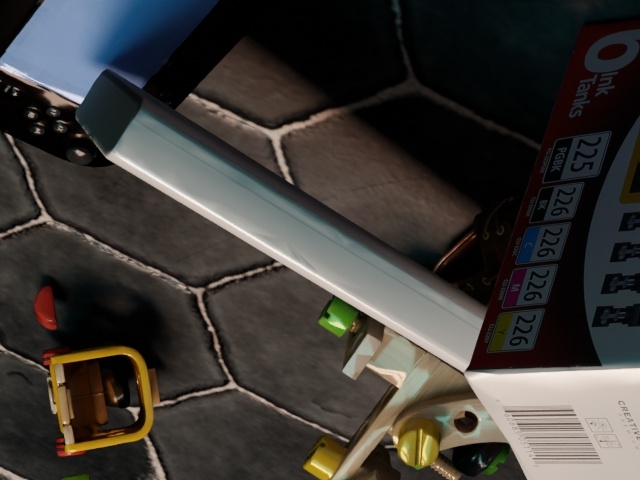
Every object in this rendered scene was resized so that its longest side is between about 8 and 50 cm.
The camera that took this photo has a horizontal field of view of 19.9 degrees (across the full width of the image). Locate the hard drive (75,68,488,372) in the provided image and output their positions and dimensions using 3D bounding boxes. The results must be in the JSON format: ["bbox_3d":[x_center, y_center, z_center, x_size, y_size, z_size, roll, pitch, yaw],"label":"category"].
[{"bbox_3d":[0.000,0.000,1.266,0.353,0.047,0.233,31,-178,-16],"label":"hard drive"}]

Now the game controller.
[{"bbox_3d":[-0.151,-0.162,1.313,0.166,0.067,0.319,18,142,-28],"label":"game controller"}]

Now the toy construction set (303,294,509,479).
[{"bbox_3d":[0.056,0.181,1.499,0.237,0.309,0.257,38,133,-12],"label":"toy construction set"}]

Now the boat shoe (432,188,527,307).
[{"bbox_3d":[0.148,0.003,1.395,0.073,0.073,0.207,26,143,-8],"label":"boat shoe"}]

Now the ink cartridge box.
[{"bbox_3d":[0.270,-0.003,1.125,0.272,0.309,0.130,-5,136,31],"label":"ink cartridge box"}]

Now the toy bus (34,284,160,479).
[{"bbox_3d":[-0.206,0.146,1.730,0.104,0.202,0.191,-8,135,-9],"label":"toy bus"}]
